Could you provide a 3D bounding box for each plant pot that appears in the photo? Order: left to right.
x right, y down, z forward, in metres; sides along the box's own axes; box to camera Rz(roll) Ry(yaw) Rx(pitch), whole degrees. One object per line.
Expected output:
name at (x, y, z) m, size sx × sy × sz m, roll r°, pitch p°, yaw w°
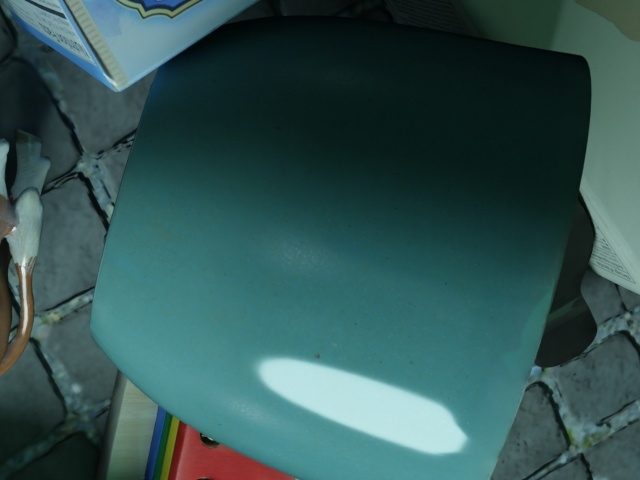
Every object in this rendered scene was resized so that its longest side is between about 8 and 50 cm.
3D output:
plant pot at (0.000, 0.000, 0.998) m, size 0.235 × 0.293 × 0.293 m, roll 16°, pitch 99°, yaw -1°

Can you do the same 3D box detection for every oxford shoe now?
oxford shoe at (0.150, 0.012, 1.222) m, size 0.076 × 0.076 × 0.212 m, roll -23°, pitch 146°, yaw -5°

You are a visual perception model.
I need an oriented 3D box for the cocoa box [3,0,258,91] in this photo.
cocoa box at (-0.063, -0.285, 0.992) m, size 0.347 × 0.231 × 0.228 m, roll -34°, pitch 116°, yaw -11°

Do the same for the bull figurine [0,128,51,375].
bull figurine at (-0.310, -0.019, 1.035) m, size 0.310 × 0.101 × 0.188 m, roll 23°, pitch 93°, yaw -27°

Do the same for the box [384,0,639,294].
box at (0.169, -0.119, 1.194) m, size 0.121 × 0.148 × 0.311 m, roll -42°, pitch 118°, yaw -9°

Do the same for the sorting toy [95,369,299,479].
sorting toy at (-0.004, 0.087, 1.207) m, size 0.257 × 0.089 × 0.255 m, roll 8°, pitch 101°, yaw -25°
